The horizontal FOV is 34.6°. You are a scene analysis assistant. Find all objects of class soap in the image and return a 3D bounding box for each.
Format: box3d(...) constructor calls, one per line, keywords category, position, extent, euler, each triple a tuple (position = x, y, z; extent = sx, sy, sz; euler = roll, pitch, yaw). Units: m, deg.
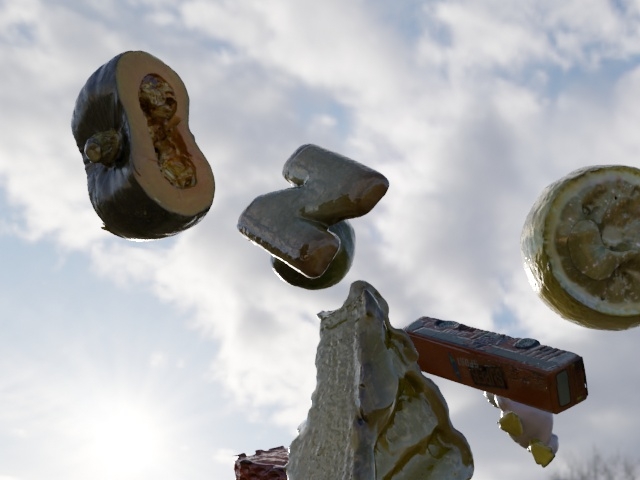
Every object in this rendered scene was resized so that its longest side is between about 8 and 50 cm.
box3d(category="soap", position=(0.015, 0.248, 1.266), extent=(0.169, 0.304, 0.339), euler=(-30, 0, 37))

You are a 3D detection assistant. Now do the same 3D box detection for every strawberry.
box3d(category="strawberry", position=(-0.021, 0.518, 2.149), extent=(0.280, 0.150, 0.253), euler=(-6, 7, -24))

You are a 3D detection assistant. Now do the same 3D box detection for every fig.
box3d(category="fig", position=(-0.002, 0.016, 2.090), extent=(0.167, 0.167, 0.233), euler=(-8, 7, 24))

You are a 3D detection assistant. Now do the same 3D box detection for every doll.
box3d(category="doll", position=(0.388, 0.332, 1.977), extent=(0.160, 0.094, 0.365), euler=(46, 3, 1))

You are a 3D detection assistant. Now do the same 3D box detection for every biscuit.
box3d(category="biscuit", position=(-0.023, -0.065, 1.908), extent=(0.062, 0.237, 0.291), euler=(44, -7, -37))

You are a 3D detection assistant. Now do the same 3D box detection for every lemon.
box3d(category="lemon", position=(0.579, 0.020, 2.121), extent=(0.364, 0.364, 0.364), euler=(3, -23, 1))

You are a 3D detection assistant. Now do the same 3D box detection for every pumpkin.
box3d(category="pumpkin", position=(-0.310, -0.154, 1.707), extent=(0.222, 0.317, 0.139), euler=(-4, -16, -45))

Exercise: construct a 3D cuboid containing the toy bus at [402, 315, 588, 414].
box3d(category="toy bus", position=(0.292, 0.209, 1.806), extent=(0.092, 0.093, 0.409), euler=(-23, 17, -29))
